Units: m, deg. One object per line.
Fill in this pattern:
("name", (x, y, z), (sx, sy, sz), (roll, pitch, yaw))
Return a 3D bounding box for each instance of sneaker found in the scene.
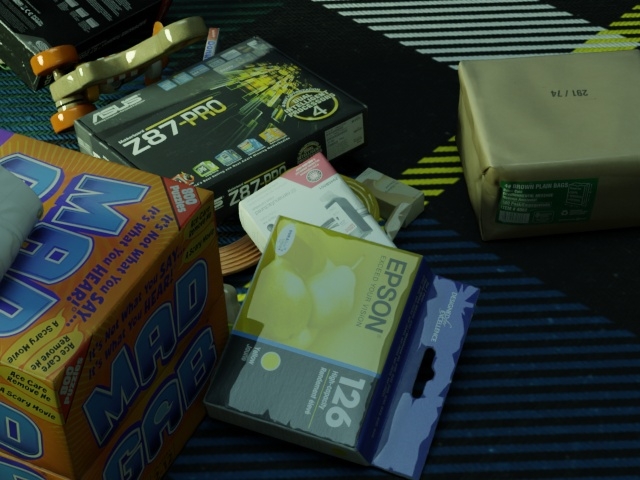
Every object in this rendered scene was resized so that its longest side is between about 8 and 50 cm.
("sneaker", (-0.478, -0.040, 1.462), (0.292, 0.108, 0.169), (18, 43, 7))

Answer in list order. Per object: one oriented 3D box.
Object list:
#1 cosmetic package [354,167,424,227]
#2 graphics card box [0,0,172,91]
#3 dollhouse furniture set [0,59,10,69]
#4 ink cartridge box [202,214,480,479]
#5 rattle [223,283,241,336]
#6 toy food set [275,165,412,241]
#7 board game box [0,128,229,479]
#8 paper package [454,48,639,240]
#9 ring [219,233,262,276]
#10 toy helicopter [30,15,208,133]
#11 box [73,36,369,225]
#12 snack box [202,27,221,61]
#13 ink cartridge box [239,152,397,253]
("cosmetic package", (0.109, -0.071, 2.042), (0.115, 0.041, 0.060), (25, 48, 27))
("graphics card box", (-0.486, -0.458, 2.370), (0.233, 0.094, 0.371), (43, 47, 6))
("dollhouse furniture set", (-0.642, -0.378, 2.394), (0.301, 0.151, 0.197), (5, 54, -25))
("ink cartridge box", (0.033, 0.142, 1.708), (0.307, 0.072, 0.303), (14, 65, 14))
("rattle", (-0.179, 0.103, 1.844), (0.199, 0.130, 0.143), (-8, 23, 35))
("toy food set", (0.022, -0.034, 1.978), (0.218, 0.071, 0.128), (22, 68, 4))
("board game box", (-0.363, 0.127, 1.609), (0.356, 0.356, 0.356), (17, 45, 20))
("paper package", (0.404, -0.163, 2.041), (0.325, 0.168, 0.309), (-4, 42, -3))
("ring", (-0.202, -0.045, 2.035), (0.336, 0.032, 0.336), (-2, 42, 2))
("toy helicopter", (-0.318, -0.311, 2.157), (0.355, 0.140, 0.235), (-19, 1, 39))
("box", (-0.165, -0.182, 2.089), (0.395, 0.097, 0.318), (-29, 44, -26))
("snack box", (-0.206, -0.324, 2.317), (0.022, 0.064, 0.178), (0, 42, 4))
("ink cartridge box", (0.000, 0.000, 1.867), (0.158, 0.092, 0.218), (-33, 70, -12))
